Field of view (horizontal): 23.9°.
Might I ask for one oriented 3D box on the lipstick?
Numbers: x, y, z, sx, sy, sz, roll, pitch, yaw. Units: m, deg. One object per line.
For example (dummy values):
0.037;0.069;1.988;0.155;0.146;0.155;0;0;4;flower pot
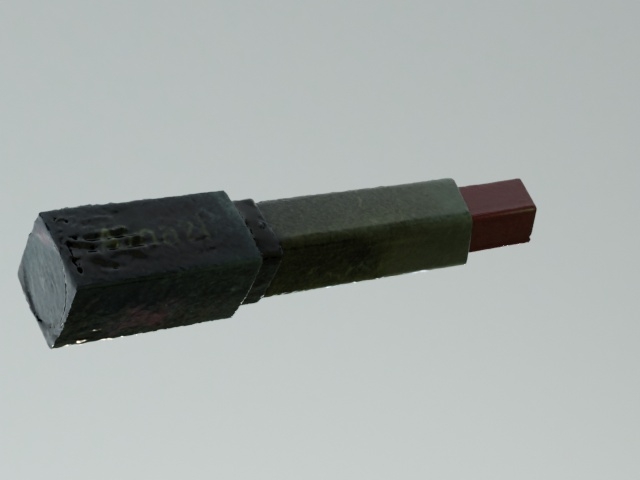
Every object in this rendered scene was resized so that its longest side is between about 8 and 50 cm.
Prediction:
0.000;0.000;0.785;0.312;0.051;0.051;-8;-38;-34;lipstick
